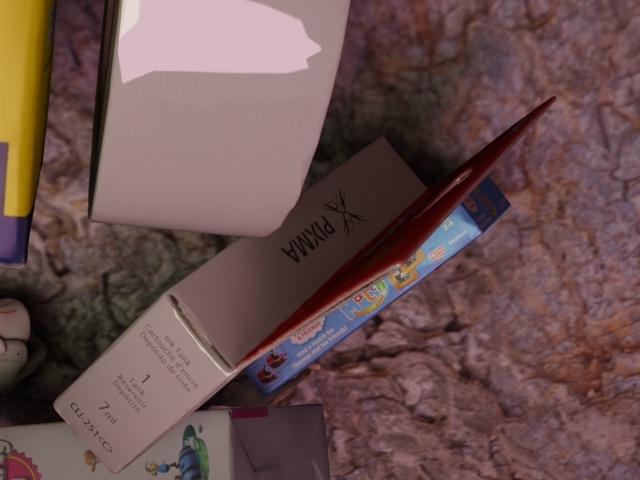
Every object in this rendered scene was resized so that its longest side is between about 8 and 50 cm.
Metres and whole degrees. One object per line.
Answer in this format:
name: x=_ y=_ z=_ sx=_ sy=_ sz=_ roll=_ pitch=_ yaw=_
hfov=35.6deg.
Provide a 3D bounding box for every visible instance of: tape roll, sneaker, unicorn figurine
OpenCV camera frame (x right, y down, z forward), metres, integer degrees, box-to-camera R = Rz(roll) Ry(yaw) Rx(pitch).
tape roll: x=-0.063 y=-0.145 z=0.544 sx=0.100 sy=0.286 sz=0.286 roll=6 pitch=127 yaw=-14
sneaker: x=-0.288 y=0.077 z=0.773 sx=0.115 sy=0.090 sz=0.232 roll=-36 pitch=167 yaw=-1
unicorn figurine: x=-0.083 y=0.125 z=0.895 sx=0.162 sy=0.060 sz=0.111 roll=27 pitch=130 yaw=-34

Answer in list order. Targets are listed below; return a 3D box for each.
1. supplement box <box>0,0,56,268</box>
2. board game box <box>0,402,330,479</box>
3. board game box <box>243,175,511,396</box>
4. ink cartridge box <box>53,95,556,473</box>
supplement box: x=-0.218 y=-0.189 z=0.465 sx=0.194 sy=0.195 sz=0.356 roll=4 pitch=107 yaw=-15
board game box: x=-0.168 y=0.188 z=0.790 sx=0.303 sy=0.097 sz=0.224 roll=-9 pitch=169 yaw=16
board game box: x=0.048 y=0.032 z=0.793 sx=0.211 sy=0.160 sz=0.039 roll=-40 pitch=86 yaw=19
ink cartridge box: x=0.000 y=0.000 z=0.647 sx=0.066 sy=0.296 sz=0.261 roll=50 pitch=125 yaw=0
